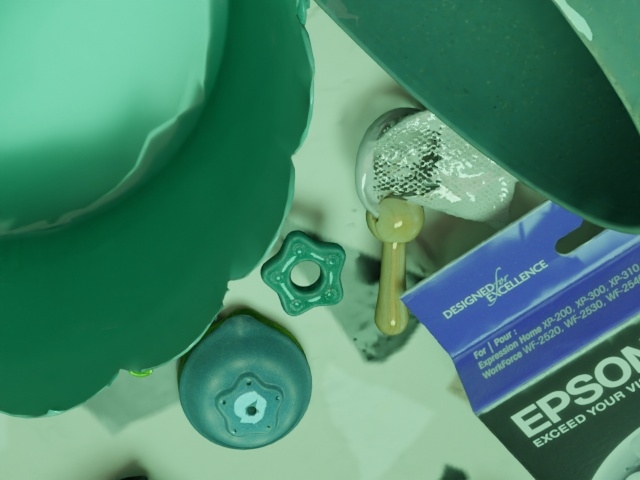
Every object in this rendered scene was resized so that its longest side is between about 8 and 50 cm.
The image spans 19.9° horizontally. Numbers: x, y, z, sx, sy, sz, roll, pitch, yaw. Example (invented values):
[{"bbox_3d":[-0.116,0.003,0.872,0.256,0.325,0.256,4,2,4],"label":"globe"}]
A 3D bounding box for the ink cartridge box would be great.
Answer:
[{"bbox_3d":[0.179,0.046,0.890,0.206,0.045,0.208,-34,123,14],"label":"ink cartridge box"}]

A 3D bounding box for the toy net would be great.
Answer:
[{"bbox_3d":[0.000,0.000,0.888,0.122,0.045,0.232,41,98,-16],"label":"toy net"}]

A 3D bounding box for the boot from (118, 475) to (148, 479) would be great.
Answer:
[{"bbox_3d":[-0.027,0.181,0.925,0.236,0.085,0.178,-38,107,7],"label":"boot"}]

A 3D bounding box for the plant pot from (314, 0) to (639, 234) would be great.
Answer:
[{"bbox_3d":[0.093,-0.173,0.726,0.195,0.290,0.290,-46,109,-6],"label":"plant pot"}]

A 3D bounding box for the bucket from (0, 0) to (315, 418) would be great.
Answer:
[{"bbox_3d":[-0.147,-0.078,0.766,0.281,0.183,0.281,-2,110,-6],"label":"bucket"}]
